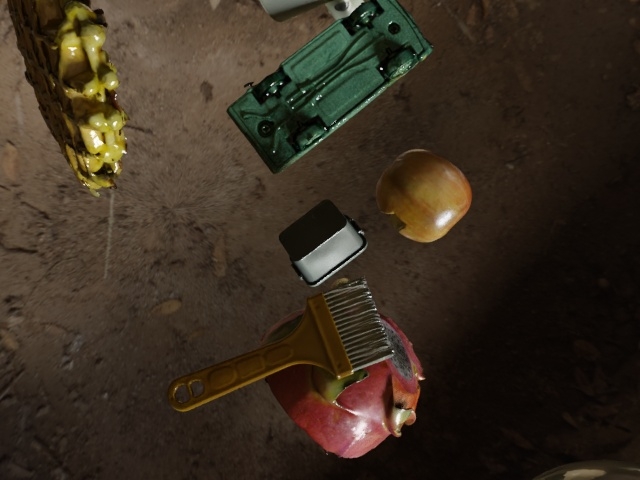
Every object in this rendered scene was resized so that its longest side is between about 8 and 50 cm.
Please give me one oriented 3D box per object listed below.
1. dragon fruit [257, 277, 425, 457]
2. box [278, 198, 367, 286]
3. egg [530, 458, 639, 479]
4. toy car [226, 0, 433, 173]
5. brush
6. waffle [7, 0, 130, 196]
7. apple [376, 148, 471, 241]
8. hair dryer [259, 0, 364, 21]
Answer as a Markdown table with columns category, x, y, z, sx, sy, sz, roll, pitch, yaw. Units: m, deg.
| category | x | y | z | sx | sy | sz | roll | pitch | yaw |
| --- | --- | --- | --- | --- | --- | --- | --- | --- | --- |
| dragon fruit | 0.053 | 0.212 | 1.199 | 0.189 | 0.290 | 0.290 | -41 | 100 | 18 |
| box | 0.000 | 0.000 | 1.083 | 0.122 | 0.084 | 0.069 | -38 | 141 | 0 |
| egg | 0.155 | 0.163 | 0.356 | 0.135 | 0.103 | 0.103 | 19 | 88 | 4 |
| toy car | 0.013 | -0.255 | 1.143 | 0.320 | 0.097 | 0.141 | -37 | 87 | 4 |
| brush | -0.056 | 0.137 | 0.843 | 0.272 | 0.013 | 0.103 | -22 | 75 | 5 |
| waffle | -0.411 | -0.271 | 1.160 | 0.095 | 0.382 | 0.380 | -23 | 75 | -26 |
| apple | 0.202 | -0.091 | 1.453 | 0.199 | 0.199 | 0.199 | 0 | 92 | -12 |
| hair dryer | 0.048 | -0.390 | 1.232 | 0.203 | 0.362 | 0.128 | -17 | 57 | 20 |
